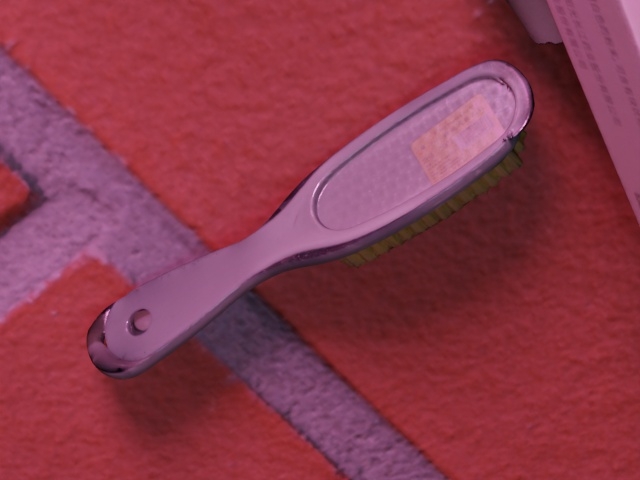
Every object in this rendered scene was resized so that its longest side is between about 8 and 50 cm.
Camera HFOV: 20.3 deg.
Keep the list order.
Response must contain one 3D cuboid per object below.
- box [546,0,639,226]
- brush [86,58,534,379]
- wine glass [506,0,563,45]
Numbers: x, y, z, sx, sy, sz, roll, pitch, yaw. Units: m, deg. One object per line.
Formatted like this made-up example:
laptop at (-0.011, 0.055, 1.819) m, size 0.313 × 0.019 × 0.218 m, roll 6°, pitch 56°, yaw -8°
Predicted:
box at (0.216, -0.129, 0.916) m, size 0.200 × 0.065 × 0.343 m, roll -42°, pitch 125°, yaw -20°
brush at (0.000, 0.000, 1.017) m, size 0.297 × 0.068 × 0.060 m, roll -31°, pitch 144°, yaw 13°
wine glass at (0.087, -0.190, 0.896) m, size 0.079 × 0.079 × 0.195 m, roll -32°, pitch 121°, yaw 10°
